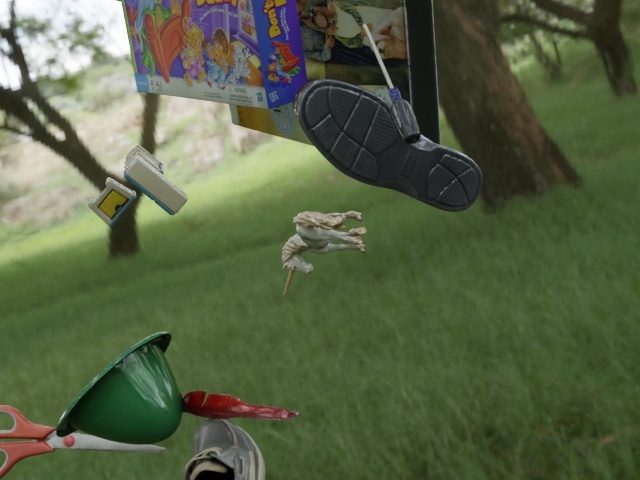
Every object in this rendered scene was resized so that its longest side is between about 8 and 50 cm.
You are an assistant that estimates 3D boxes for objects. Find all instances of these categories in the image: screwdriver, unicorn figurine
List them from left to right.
[{"bbox_3d":[0.000,0.000,1.369,0.111,0.060,0.162,-2,-35,7],"label":"unicorn figurine"},{"bbox_3d":[0.074,-0.177,1.206,0.024,0.170,0.025,-16,-24,-7],"label":"screwdriver"}]

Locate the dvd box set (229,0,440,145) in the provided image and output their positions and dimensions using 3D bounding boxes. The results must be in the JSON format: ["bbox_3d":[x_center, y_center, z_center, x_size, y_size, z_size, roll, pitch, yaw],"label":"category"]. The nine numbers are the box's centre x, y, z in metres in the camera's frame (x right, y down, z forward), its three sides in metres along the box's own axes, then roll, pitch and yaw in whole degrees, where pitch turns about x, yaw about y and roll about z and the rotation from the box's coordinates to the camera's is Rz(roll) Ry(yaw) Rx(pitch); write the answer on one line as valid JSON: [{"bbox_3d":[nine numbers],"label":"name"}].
[{"bbox_3d":[-0.002,-0.288,1.646,0.062,0.307,0.420,-25,31,-36],"label":"dvd box set"}]

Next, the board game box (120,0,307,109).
[{"bbox_3d":[-0.167,-0.325,1.599,0.078,0.233,0.347,-22,23,-35],"label":"board game box"}]

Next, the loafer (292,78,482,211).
[{"bbox_3d":[0.079,-0.124,1.472,0.303,0.109,0.095,26,3,-28],"label":"loafer"}]

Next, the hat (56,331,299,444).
[{"bbox_3d":[-0.179,0.224,1.281,0.173,0.183,0.208,-37,-11,-39],"label":"hat"}]

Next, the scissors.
[{"bbox_3d":[-0.366,0.267,1.532,0.297,0.109,0.021,-11,-11,5],"label":"scissors"}]

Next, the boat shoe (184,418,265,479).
[{"bbox_3d":[-0.181,0.446,2.087,0.132,0.130,0.355,-39,35,4],"label":"boat shoe"}]

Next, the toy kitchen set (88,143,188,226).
[{"bbox_3d":[-0.357,-0.075,2.128,0.166,0.122,0.207,-49,15,5],"label":"toy kitchen set"}]
